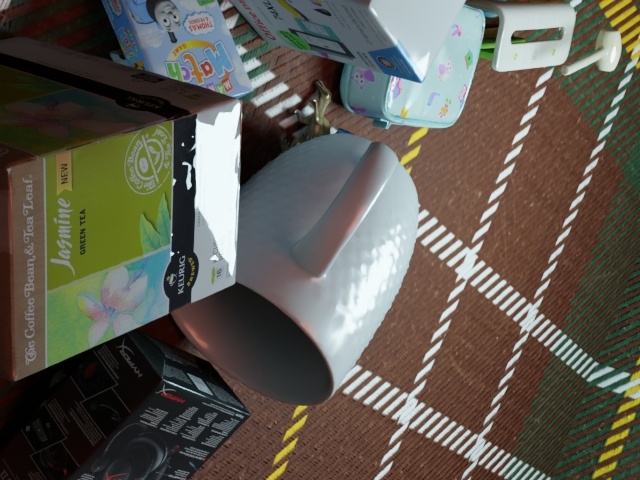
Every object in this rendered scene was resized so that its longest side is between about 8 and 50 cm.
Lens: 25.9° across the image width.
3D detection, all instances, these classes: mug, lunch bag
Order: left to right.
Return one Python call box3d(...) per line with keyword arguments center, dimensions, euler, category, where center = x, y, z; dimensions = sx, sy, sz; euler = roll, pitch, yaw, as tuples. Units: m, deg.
box3d(center=(0.000, 0.000, 1.897), dimensions=(0.328, 0.276, 0.374), euler=(-54, -179, -30), category="mug")
box3d(center=(0.141, -0.284, 2.186), dimensions=(0.279, 0.108, 0.224), euler=(1, 107, -56), category="lunch bag")

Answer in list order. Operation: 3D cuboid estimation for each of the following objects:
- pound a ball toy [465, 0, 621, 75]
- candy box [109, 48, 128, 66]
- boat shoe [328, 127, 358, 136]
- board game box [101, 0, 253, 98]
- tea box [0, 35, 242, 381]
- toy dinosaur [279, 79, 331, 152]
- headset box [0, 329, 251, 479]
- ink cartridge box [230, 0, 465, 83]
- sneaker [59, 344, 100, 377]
box3d(center=(0.371, -0.368, 2.400), dimensions=(0.319, 0.208, 0.135), euler=(-15, 118, -53), category="pound a ball toy")
box3d(center=(-0.193, -0.138, 1.782), dimensions=(0.159, 0.071, 0.233), euler=(-24, 123, -50), category="candy box")
box3d(center=(0.068, -0.098, 2.146), dimensions=(0.089, 0.109, 0.258), euler=(-56, 156, -1), category="boat shoe")
box3d(center=(-0.180, -0.258, 1.678), dimensions=(0.160, 0.039, 0.211), euler=(-25, 94, -50), category="board game box")
box3d(center=(-0.307, -0.050, 1.410), dimensions=(0.324, 0.329, 0.219), euler=(-26, 127, -50), category="tea box")
box3d(center=(-0.014, -0.146, 2.070), dimensions=(0.093, 0.053, 0.183), euler=(-3, 108, -58), category="toy dinosaur")
box3d(center=(-0.265, 0.267, 1.761), dimensions=(0.293, 0.110, 0.218), euler=(-47, 147, 7), category="headset box")
box3d(center=(0.031, -0.362, 1.826), dimensions=(0.197, 0.270, 0.198), euler=(-63, 147, -12), category="ink cartridge box")
box3d(center=(-0.290, 0.071, 1.747), dimensions=(0.097, 0.084, 0.234), euler=(-47, 148, -52), category="sneaker")
